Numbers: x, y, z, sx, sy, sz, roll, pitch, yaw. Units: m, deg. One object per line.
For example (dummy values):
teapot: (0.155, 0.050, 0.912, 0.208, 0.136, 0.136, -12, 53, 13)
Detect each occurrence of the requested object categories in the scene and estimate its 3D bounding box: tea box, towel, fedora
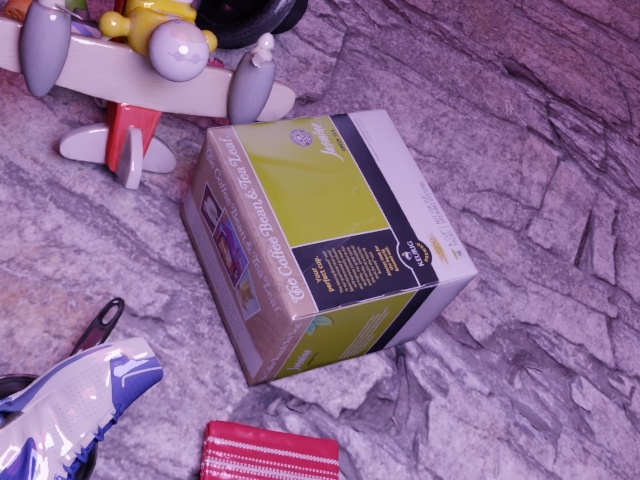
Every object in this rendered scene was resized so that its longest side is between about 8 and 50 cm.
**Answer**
tea box: (0.000, 0.000, 1.197, 0.323, 0.220, 0.329, -10, 61, -29)
towel: (-0.070, 0.378, 1.021, 0.199, 0.031, 0.275, 14, 54, -16)
fedora: (-0.131, -0.512, 1.526, 0.152, 0.334, 0.334, 16, 42, -57)

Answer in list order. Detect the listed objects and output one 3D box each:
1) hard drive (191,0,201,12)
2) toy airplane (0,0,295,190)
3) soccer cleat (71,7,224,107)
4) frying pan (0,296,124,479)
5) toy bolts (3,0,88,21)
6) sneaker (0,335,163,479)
hard drive: (-0.292, -0.410, 1.457, 0.094, 0.022, 0.135, 22, 77, -7)
toy airplane: (-0.256, -0.260, 1.168, 0.386, 0.272, 0.384, -40, 119, -18)
soccer cleat: (-0.318, -0.288, 1.356, 0.331, 0.116, 0.143, 12, 93, -32)
frying pan: (-0.376, 0.208, 0.996, 0.197, 0.053, 0.326, 12, 53, -15)
toy bolts: (-0.545, -0.437, 1.307, 0.228, 0.218, 0.158, 23, 55, 17)
sneaker: (-0.314, 0.258, 0.899, 0.315, 0.127, 0.182, -27, 77, -26)
